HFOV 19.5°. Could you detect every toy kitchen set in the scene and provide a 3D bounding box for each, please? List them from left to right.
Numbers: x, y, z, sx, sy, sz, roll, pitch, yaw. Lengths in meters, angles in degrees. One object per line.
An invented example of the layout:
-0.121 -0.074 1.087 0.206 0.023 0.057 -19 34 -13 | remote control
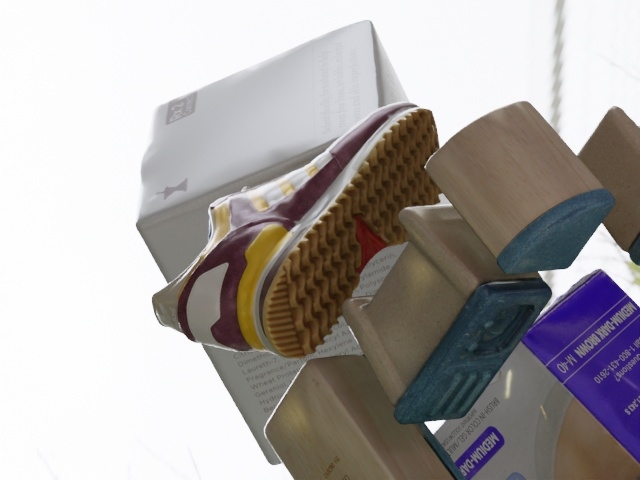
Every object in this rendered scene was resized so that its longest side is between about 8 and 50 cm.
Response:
0.107 0.054 0.843 0.166 0.122 0.207 -4 -44 -41 | toy kitchen set

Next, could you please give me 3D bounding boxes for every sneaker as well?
-0.008 -0.014 0.899 0.084 0.185 0.069 6 -57 31 | sneaker

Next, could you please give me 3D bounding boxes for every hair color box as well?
0.221 0.206 1.153 0.339 0.185 0.110 45 -134 10 | hair color box

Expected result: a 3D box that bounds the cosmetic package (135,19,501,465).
0.000 0.000 1.096 0.151 0.151 0.184 -21 -62 10 | cosmetic package
